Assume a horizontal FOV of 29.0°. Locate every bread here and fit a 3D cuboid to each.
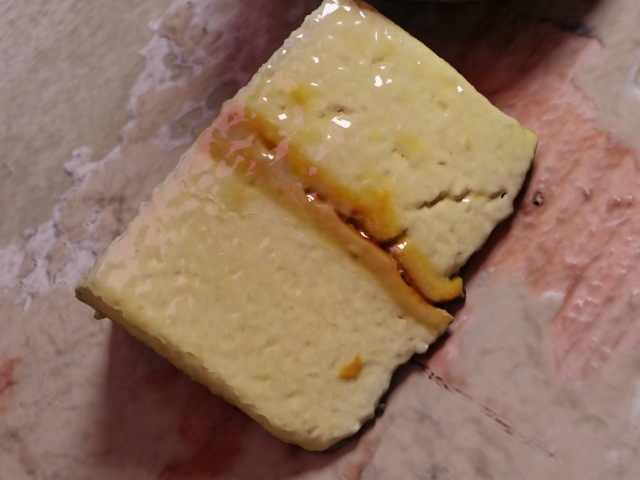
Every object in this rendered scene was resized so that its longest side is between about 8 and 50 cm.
[{"bbox_3d":[0.000,0.000,0.736,0.178,0.135,0.240,38,84,4],"label":"bread"}]

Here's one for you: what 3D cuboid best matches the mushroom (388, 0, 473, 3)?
[{"bbox_3d":[0.043,-0.233,0.759,0.267,0.164,0.189,0,87,-8],"label":"mushroom"}]
